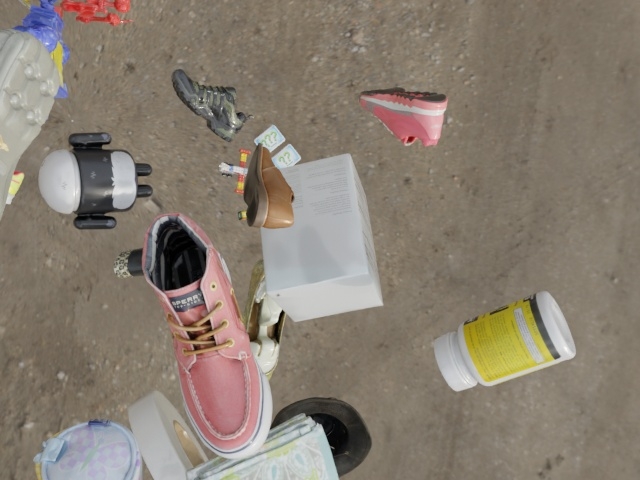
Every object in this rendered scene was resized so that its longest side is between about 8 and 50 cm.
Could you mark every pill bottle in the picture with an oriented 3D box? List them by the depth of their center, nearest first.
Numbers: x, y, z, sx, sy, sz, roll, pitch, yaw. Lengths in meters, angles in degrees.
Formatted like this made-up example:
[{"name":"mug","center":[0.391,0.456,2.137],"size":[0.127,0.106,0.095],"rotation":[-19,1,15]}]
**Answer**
[{"name":"pill bottle","center":[0.307,0.176,1.124],"size":[0.209,0.119,0.119],"rotation":[-26,112,24]}]

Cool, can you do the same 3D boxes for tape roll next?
[{"name":"tape roll","center":[-0.328,0.539,1.592],"size":[0.072,0.392,0.391],"rotation":[-32,109,-10]}]

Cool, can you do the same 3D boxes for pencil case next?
[{"name":"pencil case","center":[-0.295,0.345,0.865],"size":[0.124,0.113,0.273],"rotation":[3,136,-10]}]

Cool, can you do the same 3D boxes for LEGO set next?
[{"name":"LEGO set","center":[-0.139,-0.161,1.669],"size":[0.244,0.060,0.182],"rotation":[-42,100,-26]}]

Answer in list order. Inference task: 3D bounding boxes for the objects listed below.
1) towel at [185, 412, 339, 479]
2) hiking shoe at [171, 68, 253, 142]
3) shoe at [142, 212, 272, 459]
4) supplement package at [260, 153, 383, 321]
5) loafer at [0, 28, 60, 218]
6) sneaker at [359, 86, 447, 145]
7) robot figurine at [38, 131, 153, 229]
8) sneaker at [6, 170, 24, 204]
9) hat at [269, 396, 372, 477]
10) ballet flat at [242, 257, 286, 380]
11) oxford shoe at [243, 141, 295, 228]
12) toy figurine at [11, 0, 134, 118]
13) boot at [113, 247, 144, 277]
[{"name":"towel","center":[-0.088,0.582,1.355],"size":[0.321,0.090,0.374],"rotation":[-15,86,-39]},{"name":"hiking shoe","center":[-0.271,-0.355,1.654],"size":[0.114,0.086,0.227],"rotation":[-48,125,-6]},{"name":"shoe","center":[-0.087,0.065,0.479],"size":[0.064,0.177,0.081],"rotation":[-20,148,1]},{"name":"supplement package","center":[0.000,0.000,1.357],"size":[0.200,0.198,0.262],"rotation":[-12,64,9]},{"name":"loafer","center":[-0.366,-0.074,0.647],"size":[0.112,0.112,0.319],"rotation":[7,60,15]},{"name":"sneaker","center":[0.195,-0.312,1.694],"size":[0.116,0.314,0.136],"rotation":[-12,112,-27]},{"name":"robot figurine","center":[-0.586,-0.155,1.737],"size":[0.278,0.173,0.209],"rotation":[-5,58,-34]},{"name":"sneaker","center":[-0.729,-0.171,1.424],"size":[0.094,0.082,0.208],"rotation":[-55,135,-14]},{"name":"hat","center":[0.006,0.563,2.006],"size":[0.332,0.134,0.331],"rotation":[5,119,9]},{"name":"ballet flat","center":[-0.137,0.213,1.619],"size":[0.123,0.123,0.348],"rotation":[11,87,-22]},{"name":"oxford shoe","center":[-0.083,-0.086,1.089],"size":[0.076,0.212,0.076],"rotation":[11,128,-19]},{"name":"toy figurine","center":[-0.400,-0.293,1.019],"size":[0.192,0.362,0.217],"rotation":[6,92,-14]},{"name":"boot","center":[-0.419,0.033,1.743],"size":[0.179,0.236,0.085],"rotation":[-5,108,8]}]
